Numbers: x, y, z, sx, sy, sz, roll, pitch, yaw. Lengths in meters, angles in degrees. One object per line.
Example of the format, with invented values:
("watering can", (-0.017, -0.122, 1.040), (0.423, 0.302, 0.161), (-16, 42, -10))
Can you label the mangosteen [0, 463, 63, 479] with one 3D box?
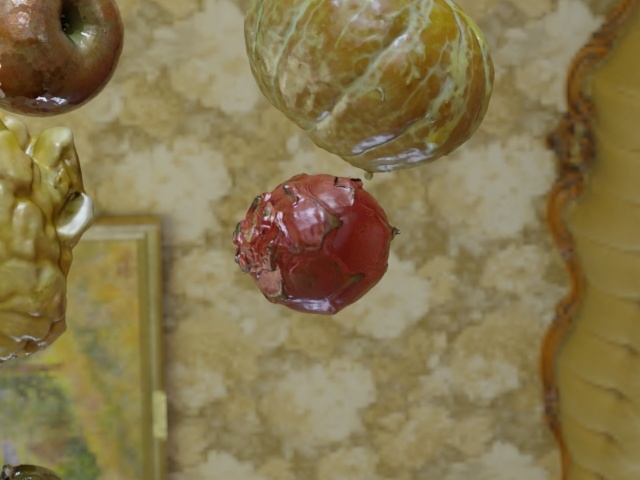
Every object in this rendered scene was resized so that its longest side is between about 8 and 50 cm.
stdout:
("mangosteen", (-0.482, 0.394, 1.562), (0.381, 0.421, 0.381), (50, 159, 28))

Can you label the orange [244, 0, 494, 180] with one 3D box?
("orange", (0.057, -0.228, 1.619), (0.249, 0.329, 0.329), (-55, 17, 14))

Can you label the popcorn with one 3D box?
("popcorn", (-0.538, -0.009, 2.012), (0.344, 0.354, 0.390), (7, 79, 41))

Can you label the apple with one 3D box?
("apple", (-0.484, -0.344, 2.182), (0.301, 0.301, 0.301), (178, 90, -84))

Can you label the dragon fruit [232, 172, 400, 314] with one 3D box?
("dragon fruit", (-0.009, 0.004, 2.037), (0.252, 0.241, 0.241), (25, -123, -56))
